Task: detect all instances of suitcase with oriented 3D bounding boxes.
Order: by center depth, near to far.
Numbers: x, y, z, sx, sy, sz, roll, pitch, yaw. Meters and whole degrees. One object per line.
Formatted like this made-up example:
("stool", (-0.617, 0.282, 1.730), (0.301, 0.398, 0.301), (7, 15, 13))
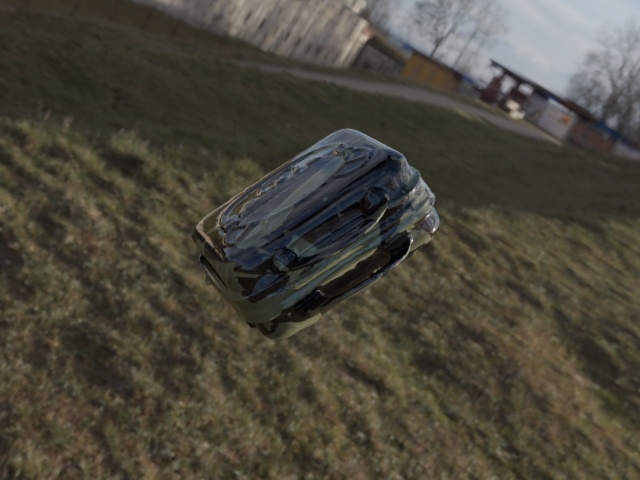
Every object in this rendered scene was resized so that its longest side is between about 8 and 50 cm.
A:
("suitcase", (0.000, 0.000, 1.486), (0.194, 0.351, 0.339), (59, -9, -24))
